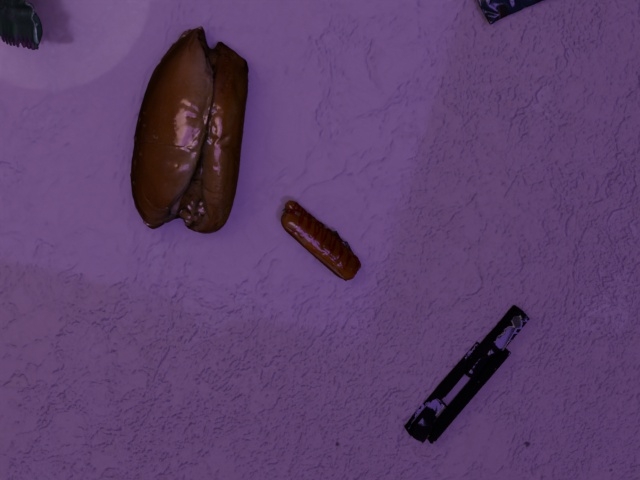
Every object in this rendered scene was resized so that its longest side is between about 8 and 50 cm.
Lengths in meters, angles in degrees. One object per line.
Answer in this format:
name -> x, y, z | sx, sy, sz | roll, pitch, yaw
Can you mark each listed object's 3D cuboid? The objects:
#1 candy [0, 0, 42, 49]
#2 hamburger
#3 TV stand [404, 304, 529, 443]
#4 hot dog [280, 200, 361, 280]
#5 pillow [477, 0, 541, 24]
candy -> -0.379, -0.426, 1.233 | 0.172, 0.263, 0.397 | -3, 101, -15
hamburger -> -0.172, -0.138, 1.380 | 0.144, 0.156, 0.282 | 8, 102, -10
TV stand -> 0.223, 0.202, 1.571 | 0.042, 0.036, 0.249 | 40, 93, -13
hot dog -> 0.001, -0.001, 1.484 | 0.144, 0.062, 0.038 | 42, 114, -12
pillow -> 0.313, -0.435, 1.457 | 0.256, 0.034, 0.188 | -26, 104, -3
